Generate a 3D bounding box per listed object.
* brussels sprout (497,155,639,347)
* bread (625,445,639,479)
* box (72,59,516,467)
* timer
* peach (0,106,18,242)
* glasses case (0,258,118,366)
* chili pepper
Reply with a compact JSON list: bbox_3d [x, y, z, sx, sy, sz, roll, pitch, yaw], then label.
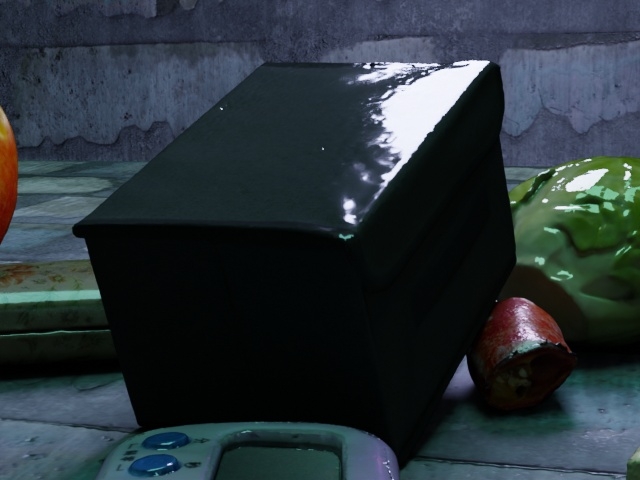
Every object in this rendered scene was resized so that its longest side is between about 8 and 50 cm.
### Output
[{"bbox_3d":[0.284,0.010,1.213,0.244,0.244,0.244,-1,10,0],"label":"brussels sprout"},{"bbox_3d":[0.288,0.151,0.772,0.125,0.068,0.188,5,11,30],"label":"bread"},{"bbox_3d":[0.000,-0.001,1.009,0.251,0.205,0.345,3,30,26],"label":"box"},{"bbox_3d":[-0.046,0.168,0.710,0.190,0.069,0.208,-1,9,2],"label":"timer"},{"bbox_3d":[-0.543,-0.071,1.358,0.388,0.388,0.388,-1,10,0],"label":"peach"},{"bbox_3d":[-0.233,0.070,1.201,0.425,0.098,0.156,-2,11,-11],"label":"glasses case"},{"bbox_3d":[0.173,0.094,1.071,0.086,0.084,0.192,15,13,-7],"label":"chili pepper"}]
